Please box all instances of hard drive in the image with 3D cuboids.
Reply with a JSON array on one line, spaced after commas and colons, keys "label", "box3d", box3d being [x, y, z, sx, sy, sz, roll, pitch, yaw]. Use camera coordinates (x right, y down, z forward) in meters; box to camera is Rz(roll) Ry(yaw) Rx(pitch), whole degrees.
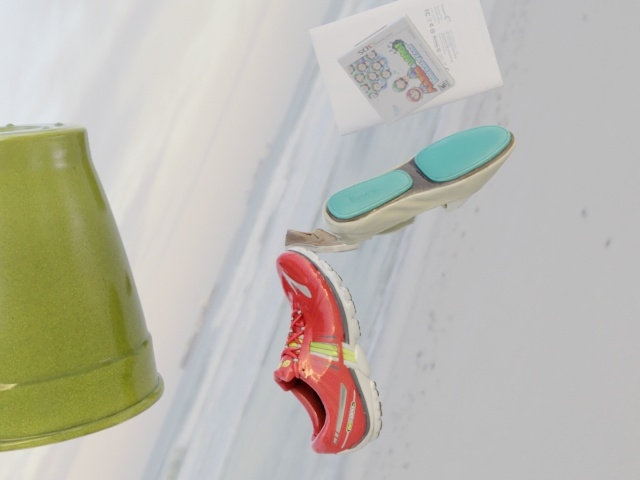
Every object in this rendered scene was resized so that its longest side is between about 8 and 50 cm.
[{"label": "hard drive", "box3d": [0.161, -0.342, 2.013, 0.040, 0.318, 0.210, -32, -75, -78]}]

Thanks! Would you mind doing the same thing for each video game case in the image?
[{"label": "video game case", "box3d": [0.130, -0.292, 1.846, 0.143, 0.157, 0.019, -30, 27, 22]}]

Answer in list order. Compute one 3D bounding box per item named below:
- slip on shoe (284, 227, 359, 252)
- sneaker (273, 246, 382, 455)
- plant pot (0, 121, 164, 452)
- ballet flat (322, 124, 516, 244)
[{"label": "slip on shoe", "box3d": [0.000, 0.000, 1.757, 0.051, 0.135, 0.041, -2, -90, -55]}, {"label": "sneaker", "box3d": [-0.011, 0.142, 1.382, 0.107, 0.118, 0.279, -42, 66, 63]}, {"label": "plant pot", "box3d": [-0.392, 0.035, 1.339, 0.366, 0.366, 0.353, -97, 4, -81]}, {"label": "ballet flat", "box3d": [0.121, -0.060, 1.283, 0.086, 0.248, 0.086, 158, 90, -88]}]
